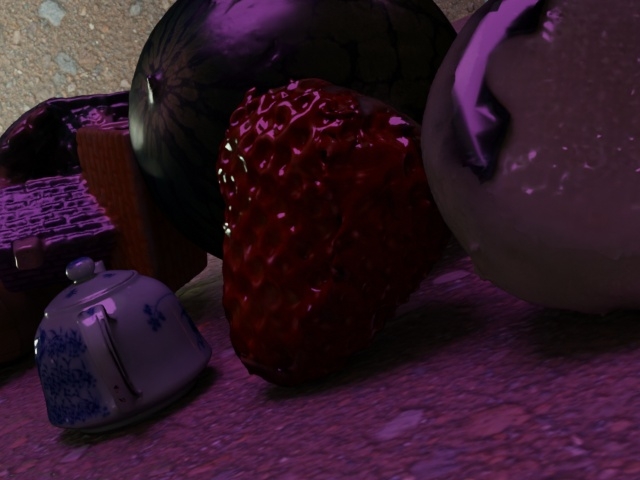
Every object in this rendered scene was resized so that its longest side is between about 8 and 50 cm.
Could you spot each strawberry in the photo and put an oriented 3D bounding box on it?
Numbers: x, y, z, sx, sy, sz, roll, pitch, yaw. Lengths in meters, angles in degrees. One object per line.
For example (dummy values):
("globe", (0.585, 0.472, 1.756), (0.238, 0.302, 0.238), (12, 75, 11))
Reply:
("strawberry", (0.000, 0.000, 1.049), (0.244, 0.205, 0.205), (-66, 18, -2))

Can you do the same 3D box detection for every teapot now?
("teapot", (-0.189, 0.083, 1.156), (0.159, 0.159, 0.232), (-22, 12, -5))

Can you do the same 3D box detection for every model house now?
("model house", (-0.253, -0.052, 1.449), (0.237, 0.202, 0.237), (-6, 15, -9))

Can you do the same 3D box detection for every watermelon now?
("watermelon", (-0.017, -0.129, 1.305), (0.363, 0.363, 0.363), (-20, 12, 4))

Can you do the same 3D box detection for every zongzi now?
("zongzi", (-0.398, 0.095, 1.576), (0.228, 0.115, 0.256), (-16, 6, 38))

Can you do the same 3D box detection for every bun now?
("bun", (0.222, -0.063, 0.966), (0.293, 0.293, 0.187), (-22, -25, -2))
